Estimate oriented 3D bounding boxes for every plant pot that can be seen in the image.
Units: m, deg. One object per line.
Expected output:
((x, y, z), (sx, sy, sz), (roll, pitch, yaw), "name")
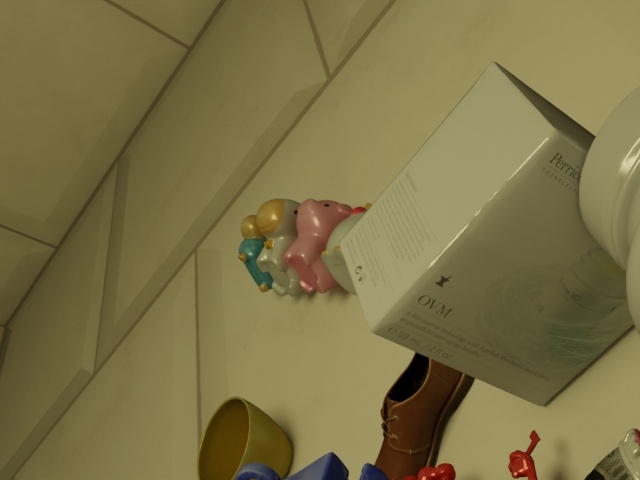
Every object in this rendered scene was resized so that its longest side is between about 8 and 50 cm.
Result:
((-0.097, 0.296, 1.015), (0.134, 0.095, 0.134), (-38, 38, 37), "plant pot")

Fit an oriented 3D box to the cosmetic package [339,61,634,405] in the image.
((0.180, 0.004, 0.661), (0.224, 0.224, 0.138), (-52, 31, 22), "cosmetic package")

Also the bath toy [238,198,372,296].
((0.000, 0.000, 1.076), (0.129, 0.151, 0.348), (-37, 18, -27), "bath toy")

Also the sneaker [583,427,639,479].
((0.247, 0.228, 0.544), (0.075, 0.063, 0.170), (-47, 28, 28), "sneaker")

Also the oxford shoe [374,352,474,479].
((0.090, 0.206, 0.805), (0.076, 0.076, 0.212), (21, 88, 59), "oxford shoe")

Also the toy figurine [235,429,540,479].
((0.003, 0.252, 0.653), (0.362, 0.217, 0.191), (-38, 23, 36), "toy figurine")

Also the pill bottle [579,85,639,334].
((0.324, 0.045, 0.390), (0.229, 0.229, 0.407), (-53, 30, 19), "pill bottle")
